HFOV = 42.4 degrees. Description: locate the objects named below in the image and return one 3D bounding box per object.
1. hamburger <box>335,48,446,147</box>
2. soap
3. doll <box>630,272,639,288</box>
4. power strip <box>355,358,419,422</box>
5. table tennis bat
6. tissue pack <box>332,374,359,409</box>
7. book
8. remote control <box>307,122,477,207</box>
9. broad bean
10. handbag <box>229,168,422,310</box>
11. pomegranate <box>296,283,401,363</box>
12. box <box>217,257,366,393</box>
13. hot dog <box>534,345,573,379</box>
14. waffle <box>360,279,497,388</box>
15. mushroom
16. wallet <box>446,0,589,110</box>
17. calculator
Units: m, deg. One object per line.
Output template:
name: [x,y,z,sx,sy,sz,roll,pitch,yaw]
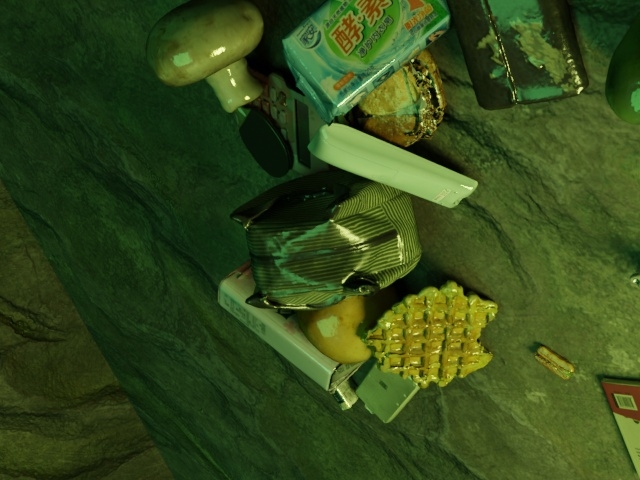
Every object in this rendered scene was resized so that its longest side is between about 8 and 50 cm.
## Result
hamburger: [0.109,-0.261,1.410,0.231,0.107,0.231,27,134,31]
soap: [0.077,-0.327,1.278,0.156,0.293,0.077,50,-175,8]
doll: [0.570,0.105,1.225,0.227,0.075,0.102,27,149,19]
power strip: [0.164,0.338,1.943,0.118,0.046,0.270,45,147,15]
table tennis bat: [-0.146,-0.238,1.737,0.246,0.022,0.138,54,150,3]
tissue pack: [0.058,0.378,2.089,0.083,0.062,0.042,54,141,-4]
book: [0.603,0.345,1.453,0.162,0.022,0.232,-4,118,54]
remote control: [0.122,-0.124,1.440,0.293,0.051,0.103,19,158,-10]
broad bean: [0.447,-0.231,1.025,0.228,0.100,0.169,-11,89,64]
handbag: [0.000,0.000,1.547,0.341,0.240,0.247,-7,97,27]
pomegranate: [0.057,0.148,1.746,0.233,0.233,0.233,30,140,29]
box: [-0.047,0.181,1.923,0.370,0.190,0.112,37,144,23]
hot dog: [0.439,0.227,1.541,0.083,0.021,0.037,38,123,25]
waffle: [0.231,0.192,1.631,0.291,0.051,0.291,-2,130,-2]
mushroom: [-0.205,-0.351,1.586,0.243,0.243,0.243,30,140,29]
wallet: [0.262,-0.341,1.175,0.170,0.044,0.321,-8,116,31]
calculator: [-0.077,-0.252,1.692,0.330,0.048,0.220,32,142,32]
